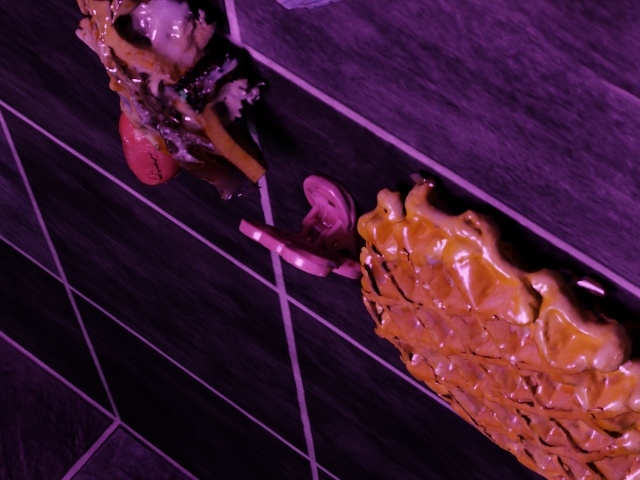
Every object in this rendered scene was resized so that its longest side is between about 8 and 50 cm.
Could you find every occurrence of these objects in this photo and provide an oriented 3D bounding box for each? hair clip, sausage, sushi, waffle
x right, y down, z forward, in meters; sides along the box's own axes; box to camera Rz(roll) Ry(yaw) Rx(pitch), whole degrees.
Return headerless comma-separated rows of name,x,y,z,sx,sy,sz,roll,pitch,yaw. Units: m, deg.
hair clip,-0.007,0.008,1.858,0.123,0.102,0.138,32,157,31
sausage,-0.184,-0.113,1.971,0.076,0.076,0.141,36,157,15
sushi,-0.151,-0.171,1.755,0.291,0.131,0.139,50,-179,-37
waffle,0.187,0.114,1.752,0.382,0.095,0.380,34,159,26

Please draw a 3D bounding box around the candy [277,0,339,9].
candy,-0.039,-0.247,1.523,0.136,0.038,0.088,44,146,-24
